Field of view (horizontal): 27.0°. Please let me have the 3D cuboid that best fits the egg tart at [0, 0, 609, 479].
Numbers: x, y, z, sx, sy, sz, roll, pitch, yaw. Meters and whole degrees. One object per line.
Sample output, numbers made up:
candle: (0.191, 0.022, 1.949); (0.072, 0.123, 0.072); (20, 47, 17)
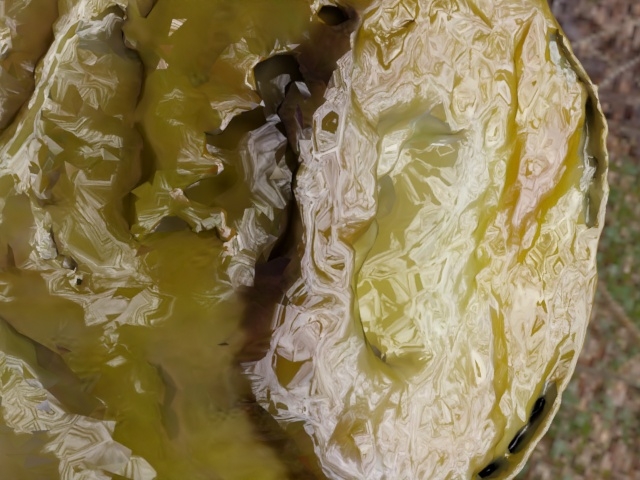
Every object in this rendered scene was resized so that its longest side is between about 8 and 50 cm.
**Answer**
egg tart: (0.002, 0.001, 0.454); (0.341, 0.129, 0.341); (-19, 114, -50)
